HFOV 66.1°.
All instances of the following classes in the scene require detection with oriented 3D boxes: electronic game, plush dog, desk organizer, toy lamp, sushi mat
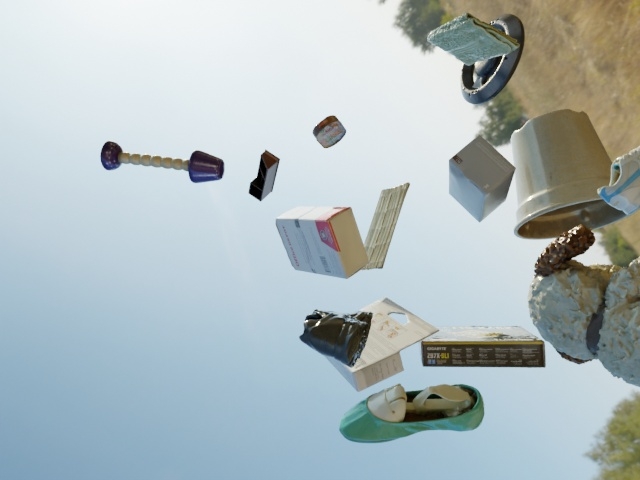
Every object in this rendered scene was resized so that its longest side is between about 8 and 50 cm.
[{"bbox_3d":[0.437,-0.464,1.269,0.048,0.229,0.229,12,-139,-20],"label":"electronic game"},{"bbox_3d":[0.370,0.101,0.610,0.210,0.225,0.262,-34,-59,-31],"label":"plush dog"},{"bbox_3d":[-0.145,-0.163,1.252,0.047,0.130,0.050,34,-126,9],"label":"desk organizer"},{"bbox_3d":[-0.357,-0.180,1.130,0.274,0.080,0.080,10,-151,7],"label":"toy lamp"},{"bbox_3d":[0.207,-0.044,1.652,0.019,0.151,0.316,28,-108,-27],"label":"sushi mat"}]

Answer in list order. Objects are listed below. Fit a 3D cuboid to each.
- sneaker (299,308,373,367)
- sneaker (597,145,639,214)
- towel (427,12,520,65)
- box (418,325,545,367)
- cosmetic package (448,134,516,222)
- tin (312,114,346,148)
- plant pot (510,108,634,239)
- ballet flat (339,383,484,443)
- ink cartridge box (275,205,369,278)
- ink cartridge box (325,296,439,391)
[{"bbox_3d":[0.036,0.184,1.022,0.130,0.109,0.286,15,174,12],"label":"sneaker"},{"bbox_3d":[0.724,-0.176,1.107,0.092,0.229,0.087,33,-178,10],"label":"sneaker"},{"bbox_3d":[0.253,-0.339,0.838,0.110,0.027,0.148,20,-175,-19],"label":"towel"},{"bbox_3d":[0.449,0.304,1.433,0.257,0.322,0.079,14,-105,-81],"label":"box"},{"bbox_3d":[0.397,-0.147,1.232,0.127,0.107,0.238,50,179,18],"label":"cosmetic package"},{"bbox_3d":[0.031,-0.385,1.752,0.040,0.106,0.189,51,-172,13],"label":"tin"},{"bbox_3d":[0.708,-0.199,1.444,0.334,0.334,0.305,16,-118,-50],"label":"plant pot"},{"bbox_3d":[0.152,0.271,0.807,0.247,0.087,0.083,-2,-152,-8],"label":"ballet flat"},{"bbox_3d":[0.000,0.000,1.240,0.092,0.218,0.158,-33,-67,-34],"label":"ink cartridge box"},{"bbox_3d":[0.146,0.275,1.367,0.296,0.261,0.066,28,137,66],"label":"ink cartridge box"}]
